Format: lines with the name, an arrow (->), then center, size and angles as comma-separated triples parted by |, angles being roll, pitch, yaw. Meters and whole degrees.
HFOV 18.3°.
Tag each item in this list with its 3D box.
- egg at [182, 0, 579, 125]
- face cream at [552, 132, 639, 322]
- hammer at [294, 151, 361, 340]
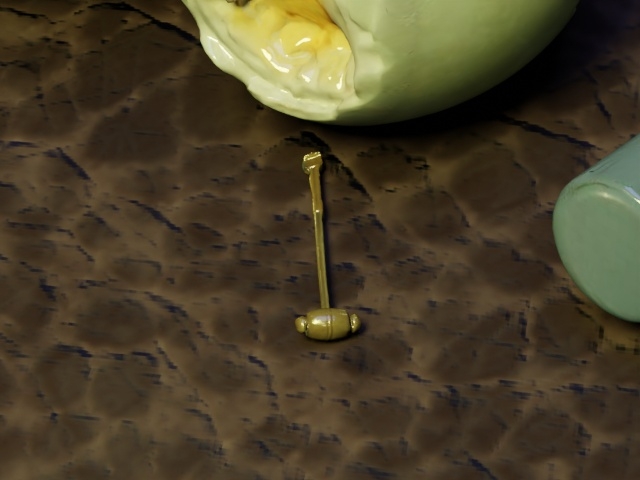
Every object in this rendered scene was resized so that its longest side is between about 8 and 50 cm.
egg -> 0.045, -0.158, 0.943 | 0.183, 0.183, 0.217 | 27, 48, 29
face cream -> 0.257, -0.079, 0.916 | 0.385, 0.086, 0.135 | -32, 50, -32
hammer -> 0.000, 0.000, 0.901 | 0.029, 0.014, 0.123 | 2, 42, -6
